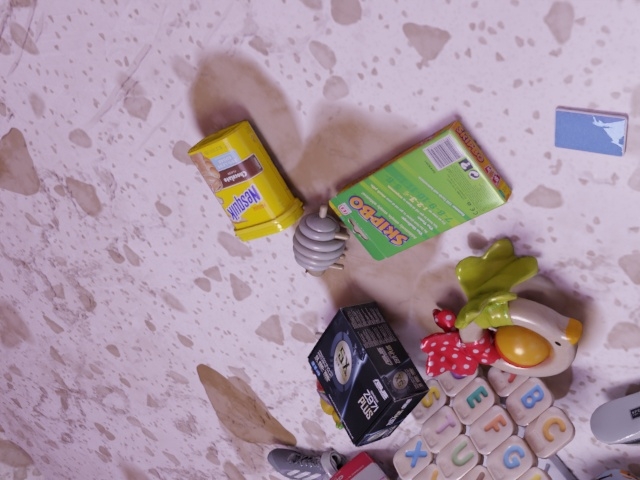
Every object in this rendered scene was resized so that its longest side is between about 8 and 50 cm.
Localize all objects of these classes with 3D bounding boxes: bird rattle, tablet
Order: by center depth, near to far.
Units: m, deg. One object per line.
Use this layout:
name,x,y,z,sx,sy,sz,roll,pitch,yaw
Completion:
tablet,0.317,-0.127,0.945,0.083,0.006,0.054,14,133,29
bird rattle,0.253,0.138,1.135,0.207,0.143,0.253,22,138,11

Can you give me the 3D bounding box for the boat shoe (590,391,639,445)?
boat shoe,0.480,0.234,1.098,0.070,0.078,0.219,22,146,-34

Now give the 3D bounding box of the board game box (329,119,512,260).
board game box,0.130,-0.060,1.125,0.259,0.039,0.124,-29,105,45

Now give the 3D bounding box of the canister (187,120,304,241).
canister,-0.118,-0.092,1.257,0.126,0.073,0.170,-14,114,43

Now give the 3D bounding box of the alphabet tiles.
alphabet tiles,0.232,0.306,1.198,0.278,0.284,0.021,-45,131,16

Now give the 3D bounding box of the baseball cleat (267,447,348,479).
baseball cleat,-0.013,0.468,1.687,0.206,0.072,0.109,21,122,15

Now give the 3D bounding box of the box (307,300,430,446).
box,0.073,0.216,1.303,0.180,0.077,0.147,59,138,29

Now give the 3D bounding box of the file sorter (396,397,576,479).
file sorter,0.289,0.431,1.332,0.278,0.173,0.193,50,138,-10

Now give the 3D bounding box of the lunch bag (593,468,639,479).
lunch bag,0.467,0.519,1.213,0.303,0.243,0.115,51,171,-14

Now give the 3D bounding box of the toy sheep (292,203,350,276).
toy sheep,0.000,0.000,1.242,0.091,0.091,0.132,22,122,21

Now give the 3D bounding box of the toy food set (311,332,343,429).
toy food set,0.031,0.272,1.463,0.128,0.071,0.218,15,133,27

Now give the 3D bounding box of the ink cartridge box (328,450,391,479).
ink cartridge box,0.140,0.554,1.477,0.226,0.131,0.306,53,174,-12
